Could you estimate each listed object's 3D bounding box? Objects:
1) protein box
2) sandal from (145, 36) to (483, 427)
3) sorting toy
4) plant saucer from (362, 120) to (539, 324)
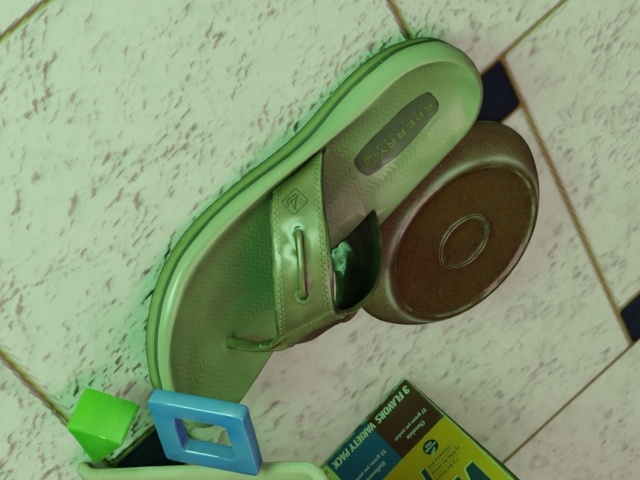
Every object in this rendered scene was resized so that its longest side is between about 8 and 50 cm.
[{"bbox_3d":[0.121,0.246,1.320,0.136,0.201,0.200,-47,139,-1],"label":"protein box"},{"bbox_3d":[0.000,-0.002,1.116,0.303,0.086,0.120,-49,138,3],"label":"sandal"},{"bbox_3d":[-0.043,0.198,1.171,0.347,0.196,0.047,62,38,-39],"label":"sorting toy"},{"bbox_3d":[0.096,-0.005,1.239,0.168,0.029,0.168,-22,132,-27],"label":"plant saucer"}]
